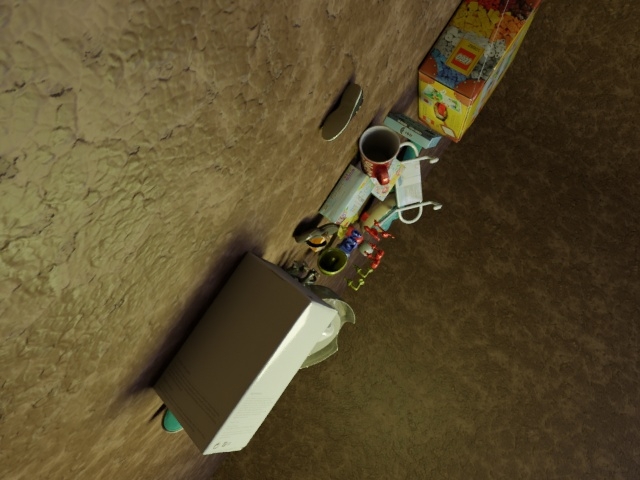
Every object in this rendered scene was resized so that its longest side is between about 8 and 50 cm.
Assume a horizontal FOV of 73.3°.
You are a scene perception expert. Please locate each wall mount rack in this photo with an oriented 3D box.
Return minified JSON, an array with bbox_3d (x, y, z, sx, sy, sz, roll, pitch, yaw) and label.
[{"bbox_3d":[0.331,-0.207,1.730,0.305,0.130,0.349,-15,112,-12],"label":"wall mount rack"}]

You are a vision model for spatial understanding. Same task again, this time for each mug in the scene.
[{"bbox_3d":[0.161,-0.236,1.266,0.169,0.113,0.150,74,33,-81],"label":"mug"}]

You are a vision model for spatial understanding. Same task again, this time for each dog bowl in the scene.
[{"bbox_3d":[-0.058,0.295,1.483,0.349,0.102,0.348,-15,133,-17],"label":"dog bowl"}]

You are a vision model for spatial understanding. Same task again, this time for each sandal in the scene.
[{"bbox_3d":[-0.006,-0.008,1.279,0.090,0.060,0.219,-26,177,20],"label":"sandal"}]

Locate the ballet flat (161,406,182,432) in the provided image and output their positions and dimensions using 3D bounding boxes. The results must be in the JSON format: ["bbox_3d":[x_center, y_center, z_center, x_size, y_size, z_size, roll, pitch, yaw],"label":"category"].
[{"bbox_3d":[-0.333,0.404,1.167,0.248,0.086,0.086,-51,167,-26],"label":"ballet flat"}]

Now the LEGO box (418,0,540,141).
[{"bbox_3d":[0.520,-0.600,1.489,0.372,0.193,0.500,-57,168,5],"label":"LEGO box"}]

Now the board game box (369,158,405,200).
[{"bbox_3d":[0.235,-0.239,1.599,0.154,0.104,0.026,-56,-151,2],"label":"board game box"}]

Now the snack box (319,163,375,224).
[{"bbox_3d":[0.089,-0.135,1.362,0.174,0.070,0.207,-56,169,6],"label":"snack box"}]

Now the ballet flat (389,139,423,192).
[{"bbox_3d":[0.364,-0.325,1.892,0.280,0.095,0.096,-56,180,1],"label":"ballet flat"}]

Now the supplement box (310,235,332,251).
[{"bbox_3d":[0.000,0.000,1.459,0.062,0.036,0.098,-58,168,13],"label":"supplement box"}]

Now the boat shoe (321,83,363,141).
[{"bbox_3d":[0.049,-0.262,0.904,0.132,0.049,0.042,-60,160,-1],"label":"boat shoe"}]

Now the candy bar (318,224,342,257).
[{"bbox_3d":[0.042,0.000,1.672,0.161,0.018,0.040,-59,166,15],"label":"candy bar"}]

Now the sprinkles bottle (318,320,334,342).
[{"bbox_3d":[-0.130,0.304,1.272,0.356,0.121,0.121,-35,176,21],"label":"sprinkles bottle"}]

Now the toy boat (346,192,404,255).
[{"bbox_3d":[0.242,-0.065,1.900,0.318,0.148,0.267,-41,178,-33],"label":"toy boat"}]

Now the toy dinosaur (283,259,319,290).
[{"bbox_3d":[-0.100,0.133,1.300,0.161,0.120,0.313,-29,-172,19],"label":"toy dinosaur"}]

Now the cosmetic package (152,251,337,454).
[{"bbox_3d":[-0.167,0.246,0.970,0.384,0.217,0.156,-53,148,-1],"label":"cosmetic package"}]

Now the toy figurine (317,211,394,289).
[{"bbox_3d":[0.093,0.077,1.608,0.362,0.191,0.217,-52,179,-42],"label":"toy figurine"}]

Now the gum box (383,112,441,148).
[{"bbox_3d":[0.298,-0.353,1.377,0.041,0.157,0.184,-60,168,24],"label":"gum box"}]
